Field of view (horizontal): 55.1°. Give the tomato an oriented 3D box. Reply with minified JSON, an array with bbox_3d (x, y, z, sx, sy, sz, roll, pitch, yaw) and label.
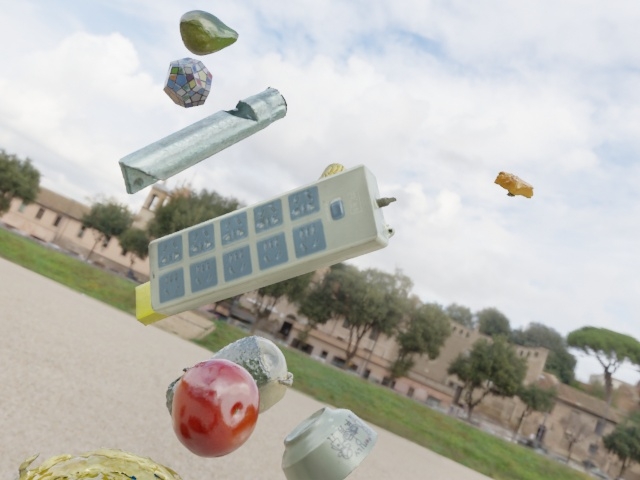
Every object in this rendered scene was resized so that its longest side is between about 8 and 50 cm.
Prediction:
[{"bbox_3d":[-0.205,0.335,1.230,0.136,0.195,0.195,-10,-33,44],"label":"tomato"}]

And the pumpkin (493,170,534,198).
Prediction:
[{"bbox_3d":[0.486,-0.134,1.539,0.074,0.054,0.083,11,21,-34],"label":"pumpkin"}]

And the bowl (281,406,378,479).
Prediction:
[{"bbox_3d":[0.003,0.414,1.234,0.112,0.211,0.211,53,-12,3],"label":"bowl"}]

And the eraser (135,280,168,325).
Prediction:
[{"bbox_3d":[-0.377,0.137,1.460,0.122,0.097,0.045,-24,-36,10],"label":"eraser"}]

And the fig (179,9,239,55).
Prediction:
[{"bbox_3d":[-0.307,-0.574,1.695,0.156,0.123,0.123,-2,-15,5],"label":"fig"}]

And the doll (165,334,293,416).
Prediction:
[{"bbox_3d":[-0.249,0.421,1.706,0.247,0.349,0.247,156,-90,-86],"label":"doll"}]

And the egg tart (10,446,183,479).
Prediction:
[{"bbox_3d":[-0.353,0.493,0.911,0.388,0.388,0.169,24,-31,0],"label":"egg tart"}]

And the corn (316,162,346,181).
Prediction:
[{"bbox_3d":[0.011,-0.119,1.509,0.072,0.203,0.072,15,-47,16],"label":"corn"}]

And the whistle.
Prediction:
[{"bbox_3d":[-0.181,-0.164,0.979,0.062,0.312,0.062,31,-40,31],"label":"whistle"}]

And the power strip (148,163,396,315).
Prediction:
[{"bbox_3d":[-0.072,0.003,0.797,0.367,0.106,0.043,-19,-24,20],"label":"power strip"}]

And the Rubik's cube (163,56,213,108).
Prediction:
[{"bbox_3d":[-0.288,-0.341,1.328,0.093,0.111,0.111,61,2,22],"label":"Rubik's cube"}]
